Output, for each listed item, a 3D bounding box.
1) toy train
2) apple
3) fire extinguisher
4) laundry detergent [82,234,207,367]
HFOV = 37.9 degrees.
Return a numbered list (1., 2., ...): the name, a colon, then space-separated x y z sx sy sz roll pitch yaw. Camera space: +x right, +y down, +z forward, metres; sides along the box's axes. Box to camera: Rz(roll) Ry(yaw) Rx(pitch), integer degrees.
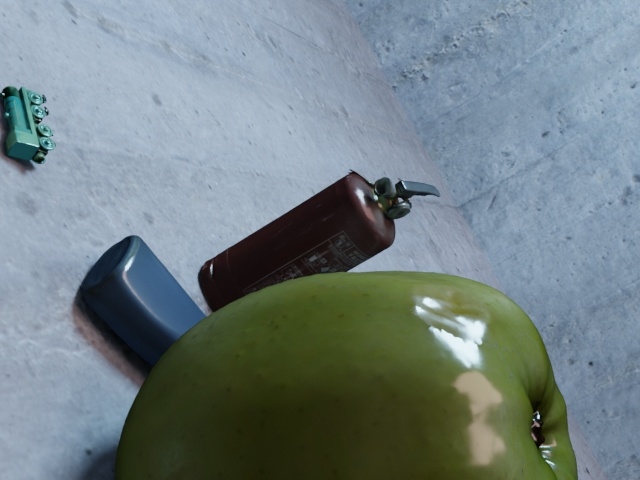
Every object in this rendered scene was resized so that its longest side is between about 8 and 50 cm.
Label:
1. toy train: -0.278 -0.110 0.877 0.045 0.029 0.092 14 42 -43
2. apple: 0.026 0.191 0.720 0.357 0.357 0.357 50 21 -26
3. fire extinguisher: 0.000 0.000 1.038 0.105 0.269 0.105 49 20 -25
4. laundry detergent: -0.134 0.093 0.883 0.206 0.061 0.097 52 15 -23
